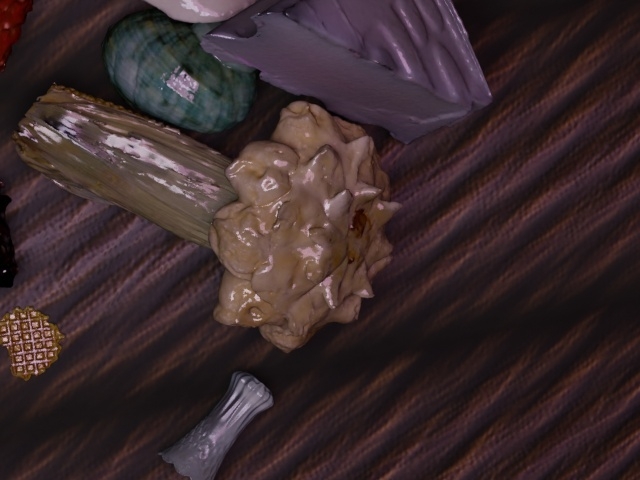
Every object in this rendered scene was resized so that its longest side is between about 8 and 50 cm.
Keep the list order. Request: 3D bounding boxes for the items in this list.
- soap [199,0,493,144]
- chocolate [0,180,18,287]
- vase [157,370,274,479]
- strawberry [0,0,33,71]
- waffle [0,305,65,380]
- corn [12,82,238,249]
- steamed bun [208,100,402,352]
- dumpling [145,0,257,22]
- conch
[{"bbox_3d":[0.039,-0.190,1.716,0.302,0.159,0.257,-39,109,-42],"label":"soap"},{"bbox_3d":[-0.420,-0.020,1.721,0.156,0.156,0.133,9,77,-12],"label":"chocolate"},{"bbox_3d":[-0.123,0.230,1.825,0.081,0.081,0.148,41,83,-12],"label":"vase"},{"bbox_3d":[-0.438,-0.313,1.602,0.292,0.292,0.343,9,103,-12],"label":"strawberry"},{"bbox_3d":[-0.354,0.122,1.797,0.078,0.016,0.085,-39,102,-10],"label":"waffle"},{"bbox_3d":[-0.212,-0.084,1.755,0.305,0.123,0.122,23,91,-12],"label":"corn"},{"bbox_3d":[0.000,0.000,1.742,0.295,0.137,0.292,-51,140,-29],"label":"steamed bun"},{"bbox_3d":[-0.168,-0.338,1.736,0.250,0.132,0.162,27,49,-11],"label":"dumpling"},{"bbox_3d":[-0.154,-0.208,1.760,0.188,0.122,0.175,-16,69,-16],"label":"conch"}]
